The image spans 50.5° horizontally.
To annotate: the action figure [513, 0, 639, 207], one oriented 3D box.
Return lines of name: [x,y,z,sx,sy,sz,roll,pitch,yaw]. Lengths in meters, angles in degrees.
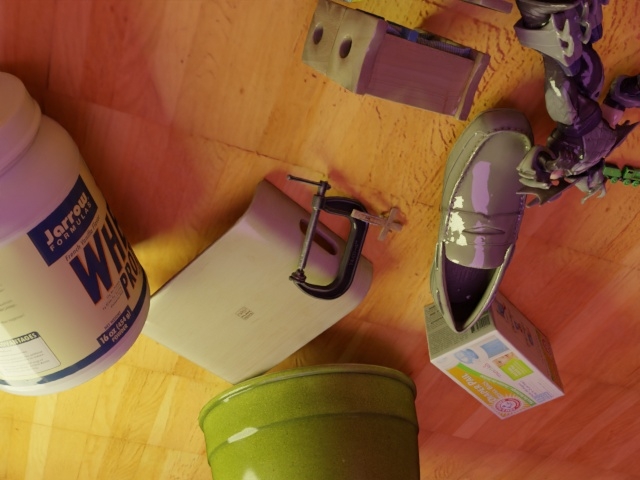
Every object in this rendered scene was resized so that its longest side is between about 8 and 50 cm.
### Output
action figure: [0.263,-0.144,0.695,0.099,0.185,0.285,24,152,45]

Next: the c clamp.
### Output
c clamp: [0.000,0.000,0.871,0.137,0.022,0.161,3,103,-34]

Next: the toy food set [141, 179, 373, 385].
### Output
toy food set: [-0.108,0.071,0.959,0.306,0.092,0.219,-39,122,22]

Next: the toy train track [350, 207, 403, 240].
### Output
toy train track: [0.073,-0.027,0.891,0.083,0.014,0.048,16,105,-34]

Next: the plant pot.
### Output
plant pot: [0.007,0.426,1.041,0.366,0.353,0.366,-7,147,-5]

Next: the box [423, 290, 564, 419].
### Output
box: [0.260,0.166,1.018,0.114,0.103,0.203,-32,125,28]

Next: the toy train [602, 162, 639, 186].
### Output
toy train: [0.385,-0.080,0.841,0.083,0.017,0.024,8,123,-7]

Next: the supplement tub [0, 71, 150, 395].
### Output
supplement tub: [-0.358,-0.001,0.780,0.235,0.235,0.325,-7,133,8]

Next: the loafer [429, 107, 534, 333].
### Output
loafer: [0.201,-0.013,0.842,0.112,0.112,0.320,1,134,1]

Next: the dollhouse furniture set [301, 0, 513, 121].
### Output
dollhouse furniture set: [0.086,-0.228,0.630,0.129,0.129,0.184,7,113,-30]
